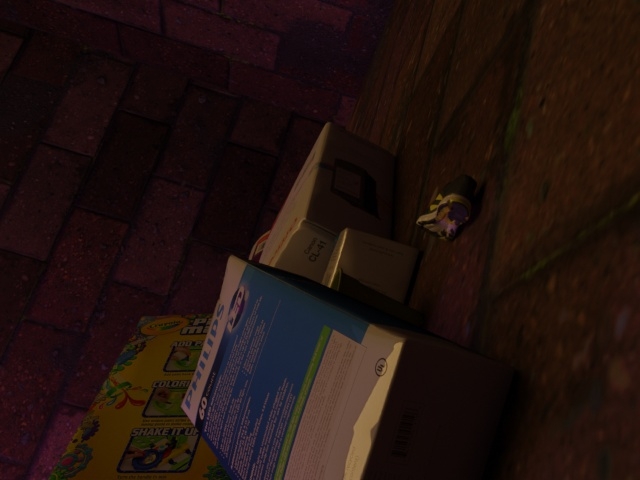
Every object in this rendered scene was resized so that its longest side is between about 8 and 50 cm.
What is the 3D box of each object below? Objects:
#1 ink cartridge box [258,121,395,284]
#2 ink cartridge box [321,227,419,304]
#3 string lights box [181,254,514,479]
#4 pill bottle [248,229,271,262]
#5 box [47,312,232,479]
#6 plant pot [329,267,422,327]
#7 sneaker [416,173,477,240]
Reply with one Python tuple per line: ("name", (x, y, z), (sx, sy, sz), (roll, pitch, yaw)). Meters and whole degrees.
("ink cartridge box", (0.000, 0.000, 0.947), (0.226, 0.131, 0.306), (-58, 12, 32))
("ink cartridge box", (0.023, 0.110, 0.681), (0.134, 0.078, 0.231), (138, 149, -86))
("string lights box", (-0.007, 0.099, 0.429), (0.260, 0.077, 0.133), (18, 90, 63))
("pill bottle", (-0.060, 0.123, 1.112), (0.323, 0.182, 0.181), (-78, 6, -56))
("box", (-0.132, 0.276, 0.734), (0.279, 0.177, 0.289), (-80, -15, -61))
("plant pot", (0.041, 0.073, 0.555), (0.083, 0.079, 0.083), (-164, 90, -87))
("sneaker", (0.103, -0.025, 0.521), (0.035, 0.031, 0.083), (-60, 3, -18))
